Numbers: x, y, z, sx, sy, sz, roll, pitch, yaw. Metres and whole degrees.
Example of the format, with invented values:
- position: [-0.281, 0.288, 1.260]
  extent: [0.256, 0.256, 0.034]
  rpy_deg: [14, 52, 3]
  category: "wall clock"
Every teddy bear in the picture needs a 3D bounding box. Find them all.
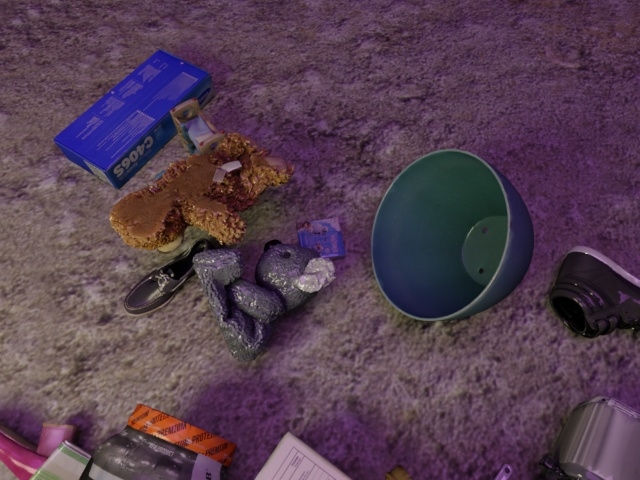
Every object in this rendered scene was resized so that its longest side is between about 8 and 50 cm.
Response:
- position: [-0.206, -0.081, 0.833]
  extent: [0.244, 0.113, 0.338]
  rpy_deg: [25, 55, 17]
  category: "teddy bear"

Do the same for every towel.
- position: [-0.400, 0.392, 0.684]
  extent: [0.023, 0.113, 0.152]
  rpy_deg: [6, 51, 54]
  category: "towel"

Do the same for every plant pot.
- position: [0.260, 0.003, 0.817]
  extent: [0.195, 0.290, 0.291]
  rpy_deg: [11, 55, -35]
  category: "plant pot"

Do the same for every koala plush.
- position: [-0.086, 0.082, 0.804]
  extent: [0.221, 0.196, 0.204]
  rpy_deg: [-23, 92, -16]
  category: "koala plush"

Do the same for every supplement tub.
- position: [-0.255, 0.414, 0.604]
  extent: [0.206, 0.207, 0.338]
  rpy_deg: [18, 64, 10]
  category: "supplement tub"

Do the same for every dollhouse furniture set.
- position: [-0.301, -0.186, 0.973]
  extent: [0.183, 0.129, 0.129]
  rpy_deg: [-35, 67, -17]
  category: "dollhouse furniture set"

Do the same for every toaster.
- position: [0.456, 0.344, 0.691]
  extent: [0.226, 0.129, 0.146]
  rpy_deg: [30, 62, 18]
  category: "toaster"

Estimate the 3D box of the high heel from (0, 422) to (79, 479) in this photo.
- position: [-0.514, 0.350, 0.717]
  extent: [0.243, 0.082, 0.117]
  rpy_deg: [5, 64, -6]
  category: "high heel"

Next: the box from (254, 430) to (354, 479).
- position: [0.006, 0.412, 0.650]
  extent: [0.232, 0.127, 0.149]
  rpy_deg: [32, 68, 16]
  category: "box"

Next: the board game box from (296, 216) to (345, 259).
- position: [0.000, 0.000, 0.935]
  extent: [0.089, 0.020, 0.090]
  rpy_deg: [-8, 62, -6]
  category: "board game box"

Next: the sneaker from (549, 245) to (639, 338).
- position: [0.553, 0.146, 0.816]
  extent: [0.295, 0.105, 0.147]
  rpy_deg: [37, 69, 25]
  category: "sneaker"

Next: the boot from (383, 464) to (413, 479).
- position: [0.048, 0.437, 0.522]
  extent: [0.269, 0.089, 0.236]
  rpy_deg: [-30, 56, -13]
  category: "boot"

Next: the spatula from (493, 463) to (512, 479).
- position: [0.270, 0.475, 0.678]
  extent: [0.168, 0.019, 0.242]
  rpy_deg: [39, 68, 20]
  category: "spatula"

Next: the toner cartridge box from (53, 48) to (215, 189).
- position: [-0.422, -0.293, 1.062]
  extent: [0.165, 0.075, 0.348]
  rpy_deg: [30, 66, 14]
  category: "toner cartridge box"

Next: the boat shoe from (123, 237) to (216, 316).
- position: [-0.293, 0.064, 0.874]
  extent: [0.206, 0.065, 0.075]
  rpy_deg: [-37, 68, -18]
  category: "boat shoe"
